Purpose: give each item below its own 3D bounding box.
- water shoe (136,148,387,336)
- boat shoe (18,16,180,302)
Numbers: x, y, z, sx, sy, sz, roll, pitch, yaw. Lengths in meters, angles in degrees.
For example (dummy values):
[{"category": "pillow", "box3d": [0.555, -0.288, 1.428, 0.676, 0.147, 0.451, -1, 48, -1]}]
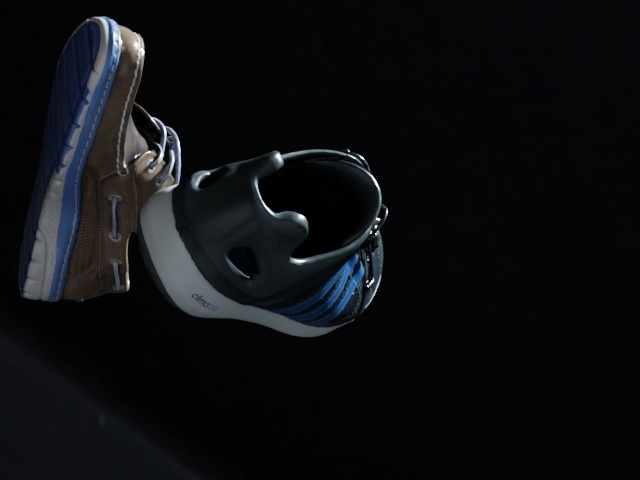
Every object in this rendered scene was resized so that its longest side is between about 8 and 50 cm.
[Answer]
[{"category": "water shoe", "box3d": [0.000, 0.000, 0.760, 0.080, 0.203, 0.073, -24, -98, 23]}, {"category": "boat shoe", "box3d": [-0.105, -0.038, 0.849, 0.066, 0.066, 0.183, 6, -39, -17]}]
